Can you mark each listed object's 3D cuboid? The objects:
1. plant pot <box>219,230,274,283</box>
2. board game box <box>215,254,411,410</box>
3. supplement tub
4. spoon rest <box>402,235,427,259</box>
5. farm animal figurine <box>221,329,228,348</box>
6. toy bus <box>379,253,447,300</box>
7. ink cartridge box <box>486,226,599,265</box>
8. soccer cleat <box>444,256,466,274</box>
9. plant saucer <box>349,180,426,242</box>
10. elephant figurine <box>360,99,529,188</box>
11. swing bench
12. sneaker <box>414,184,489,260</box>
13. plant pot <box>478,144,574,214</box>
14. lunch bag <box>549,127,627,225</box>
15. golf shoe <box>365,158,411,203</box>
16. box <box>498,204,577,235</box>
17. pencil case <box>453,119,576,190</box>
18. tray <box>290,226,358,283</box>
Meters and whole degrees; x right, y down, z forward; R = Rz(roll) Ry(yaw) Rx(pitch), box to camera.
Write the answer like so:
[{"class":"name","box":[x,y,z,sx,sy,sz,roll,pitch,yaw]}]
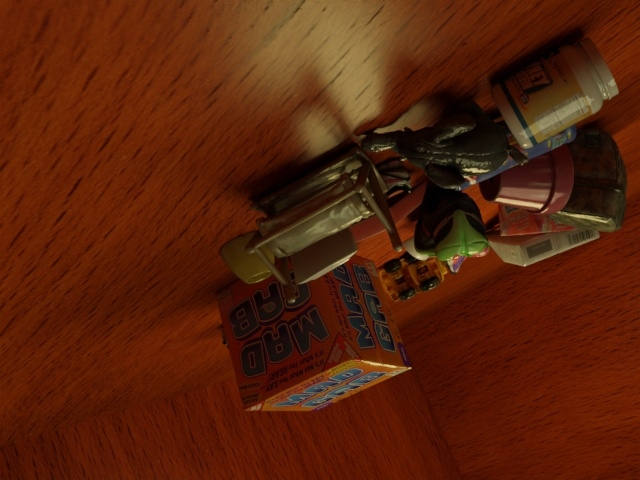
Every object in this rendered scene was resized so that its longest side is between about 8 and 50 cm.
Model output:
[{"class":"plant pot","box":[-0.164,0.048,1.638,0.134,0.095,0.134,-21,164,-6]},{"class":"board game box","box":[-0.021,0.259,1.962,0.356,0.356,0.356,-30,153,25]},{"class":"supplement tub","box":[0.446,-0.282,1.309,0.200,0.144,0.144,-29,163,20]},{"class":"spoon rest","box":[0.363,0.006,2.204,0.137,0.084,0.276,-27,174,38]},{"class":"farm animal figurine","box":[-0.138,0.368,2.411,0.327,0.330,0.172,-31,-167,20]},{"class":"toy bus","box":[0.358,0.112,2.545,0.220,0.149,0.211,-28,180,25]},{"class":"ink cartridge box","box":[0.776,-0.012,2.519,0.308,0.091,0.385,-20,-172,-11]},{"class":"soccer cleat","box":[0.522,0.052,2.610,0.116,0.108,0.318,-29,161,8]},{"class":"plant saucer","box":[0.113,-0.043,1.614,0.258,0.047,0.259,-25,-175,32]},{"class":"elephant figurine","box":[0.237,-0.174,1.323,0.239,0.169,0.186,-15,169,-40]},{"class":"swing bench","box":[0.002,-0.051,1.355,0.253,0.254,0.165,-28,119,14]},{"class":"sneaker","box":[0.356,-0.055,1.871,0.185,0.202,0.483,-7,-179,-3]},{"class":"plant pot","box":[0.514,-0.164,1.747,0.180,0.201,0.201,-3,159,-14]},{"class":"lunch bag","box":[0.779,-0.172,1.970,0.213,0.255,0.305,14,180,28]},{"class":"golf shoe","box":[0.111,-0.113,1.513,0.186,0.085,0.067,-22,166,0]},{"class":"box","box":[0.703,-0.099,2.202,0.142,0.154,0.300,-6,178,41]},{"class":"pencil case","box":[0.402,-0.216,1.511,0.306,0.119,0.133,-23,-159,-1]},{"class":"tray","box":[0.000,0.000,1.484,0.145,0.030,0.270,-31,-152,7]}]
